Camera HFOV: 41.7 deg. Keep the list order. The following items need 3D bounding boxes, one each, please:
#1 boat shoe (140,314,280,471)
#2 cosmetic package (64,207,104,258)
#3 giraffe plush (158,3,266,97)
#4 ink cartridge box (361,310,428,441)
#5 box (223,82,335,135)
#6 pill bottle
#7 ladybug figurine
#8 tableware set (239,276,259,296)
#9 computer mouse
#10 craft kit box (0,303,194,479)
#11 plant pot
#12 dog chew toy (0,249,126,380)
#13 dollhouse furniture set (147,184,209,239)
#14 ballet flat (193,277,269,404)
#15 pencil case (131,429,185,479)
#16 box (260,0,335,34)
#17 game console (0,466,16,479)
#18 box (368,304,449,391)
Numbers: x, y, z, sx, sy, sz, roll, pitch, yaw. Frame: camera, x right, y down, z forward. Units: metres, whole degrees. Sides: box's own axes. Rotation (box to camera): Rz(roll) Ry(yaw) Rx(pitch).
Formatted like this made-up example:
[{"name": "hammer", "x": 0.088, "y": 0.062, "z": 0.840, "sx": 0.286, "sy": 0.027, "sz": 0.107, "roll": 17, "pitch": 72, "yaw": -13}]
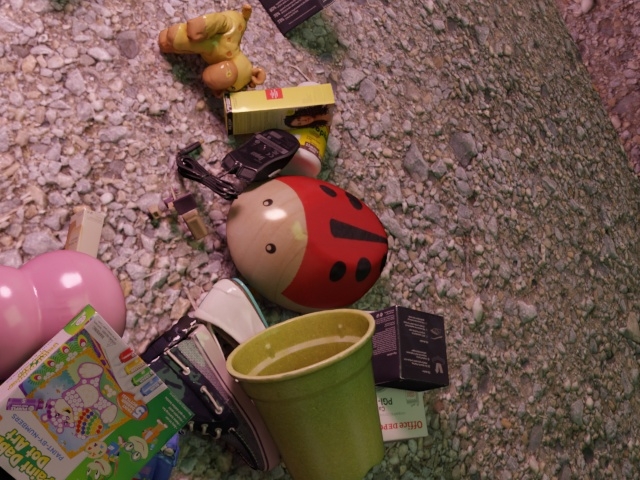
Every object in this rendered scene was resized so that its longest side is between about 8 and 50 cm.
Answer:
[{"name": "boat shoe", "x": -0.218, "y": 0.319, "z": 1.546, "sx": 0.158, "sy": 0.127, "sz": 0.341, "roll": -36, "pitch": 102, "yaw": -28}, {"name": "cosmetic package", "x": -0.422, "y": 0.008, "z": 1.485, "sx": 0.041, "sy": 0.060, "sz": 0.115, "roll": 23, "pitch": 60, "yaw": -35}, {"name": "giraffe plush", "x": -0.210, "y": -0.384, "z": 1.758, "sx": 0.210, "sy": 0.181, "sz": 0.171, "roll": -25, "pitch": 105, "yaw": -28}, {"name": "ink cartridge box", "x": 0.117, "y": 0.305, "z": 1.852, "sx": 0.207, "sy": 0.117, "sz": 0.283, "roll": 6, "pitch": 71, "yaw": -43}, {"name": "box", "x": -0.089, "y": -0.280, "z": 1.796, "sx": 0.232, "sy": 0.087, "sz": 0.058, "roll": -7, "pitch": 62, "yaw": -7}, {"name": "pill bottle", "x": -0.038, "y": -0.250, "z": 1.900, "sx": 0.117, "sy": 0.117, "sz": 0.215, "roll": 32, "pitch": 56, "yaw": -32}, {"name": "ladybug figurine", "x": 0.000, "y": 0.000, "z": 1.796, "sx": 0.449, "sy": 0.161, "sz": 0.305, "roll": 6, "pitch": 70, "yaw": -49}, {"name": "tableware set", "x": -0.126, "y": 0.045, "z": 1.782, "sx": 0.104, "sy": 0.024, "sz": 0.154, "roll": 37, "pitch": 52, "yaw": -34}, {"name": "computer mouse", "x": -0.175, "y": -0.167, "z": 1.742, "sx": 0.184, "sy": 0.060, "sz": 0.262, "roll": 28, "pitch": 45, "yaw": 21}, {"name": "craft kit box", "x": -0.357, "y": 0.268, "z": 1.263, "sx": 0.246, "sy": 0.061, "sz": 0.250, "roll": -44, "pitch": 119, "yaw": -13}, {"name": "plant pot", "x": -0.003, "y": 0.294, "z": 1.511, "sx": 0.276, "sy": 0.276, "sz": 0.254, "roll": -30, "pitch": 109, "yaw": -45}, {"name": "dog chew toy", "x": -0.477, "y": 0.124, "z": 1.301, "sx": 0.331, "sy": 0.206, "sz": 0.207, "roll": -5, "pitch": 79, "yaw": -37}, {"name": "dollhouse furniture set", "x": -0.281, "y": -0.051, "z": 1.676, "sx": 0.114, "sy": 0.091, "sz": 0.081, "roll": 65, "pitch": -2, "yaw": -36}, {"name": "ballet flat", "x": -0.114, "y": 0.263, "z": 1.659, "sx": 0.400, "sy": 0.139, "sz": 0.139, "roll": 56, "pitch": 46, "yaw": -8}, {"name": "pencil case", "x": -0.369, "y": 0.325, "z": 1.370, "sx": 0.306, "sy": 0.133, "sz": 0.120, "roll": 27, "pitch": 53, "yaw": -33}, {"name": "box", "x": -0.073, "y": -0.618, "z": 1.971, "sx": 0.207, "sy": 0.153, "sz": 0.108, "roll": 55, "pitch": 46, "yaw": -16}, {"name": "game console", "x": -0.534, "y": 0.518, "z": 1.199, "sx": 0.341, "sy": 0.060, "sz": 0.387, "roll": 15, "pitch": 66, "yaw": -40}, {"name": "box", "x": 0.187, "y": 0.233, "z": 1.794, "sx": 0.156, "sy": 0.093, "sz": 0.158, "roll": 16, "pitch": 63, "yaw": -40}]
